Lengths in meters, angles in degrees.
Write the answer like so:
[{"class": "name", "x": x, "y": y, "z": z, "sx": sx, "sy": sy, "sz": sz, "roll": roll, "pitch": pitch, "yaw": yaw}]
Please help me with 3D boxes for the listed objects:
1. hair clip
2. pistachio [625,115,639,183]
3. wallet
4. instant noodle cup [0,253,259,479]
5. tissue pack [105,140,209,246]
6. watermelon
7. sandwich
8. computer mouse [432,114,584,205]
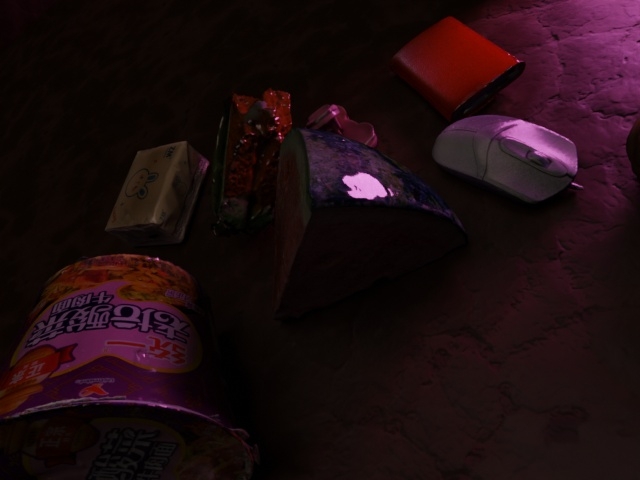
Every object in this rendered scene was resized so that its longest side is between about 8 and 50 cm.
[{"class": "hair clip", "x": 0.024, "y": -0.190, "z": 0.887, "sx": 0.123, "sy": 0.102, "sz": 0.138, "roll": -35, "pitch": 18, "yaw": 4}, {"class": "pistachio", "x": 0.419, "y": -0.117, "z": 0.564, "sx": 0.113, "sy": 0.113, "sz": 0.149, "roll": 33, "pitch": 79, "yaw": 39}, {"class": "wallet", "x": 0.223, "y": -0.292, "z": 0.827, "sx": 0.142, "sy": 0.045, "sz": 0.204, "roll": -37, "pitch": 49, "yaw": 7}, {"class": "instant noodle cup", "x": -0.260, "y": 0.196, "z": 0.641, "sx": 0.339, "sy": 0.340, "sz": 0.266, "roll": -29, "pitch": 39, "yaw": 11}, {"class": "tissue pack", "x": -0.325, "y": -0.093, "z": 0.982, "sx": 0.148, "sy": 0.092, "sz": 0.196, "roll": -5, "pitch": 58, "yaw": 28}, {"class": "watermelon", "x": -0.003, "y": -0.035, "z": 0.666, "sx": 0.292, "sy": 0.250, "sz": 0.283, "roll": -43, "pitch": 44, "yaw": -6}, {"class": "sandwich", "x": -0.116, "y": -0.156, "z": 0.847, "sx": 0.212, "sy": 0.109, "sz": 0.292, "roll": -62, "pitch": 28, "yaw": 30}, {"class": "computer mouse", "x": 0.253, "y": -0.121, "z": 0.687, "sx": 0.229, "sy": 0.068, "sz": 0.113, "roll": 28, "pitch": 79, "yaw": 39}]
